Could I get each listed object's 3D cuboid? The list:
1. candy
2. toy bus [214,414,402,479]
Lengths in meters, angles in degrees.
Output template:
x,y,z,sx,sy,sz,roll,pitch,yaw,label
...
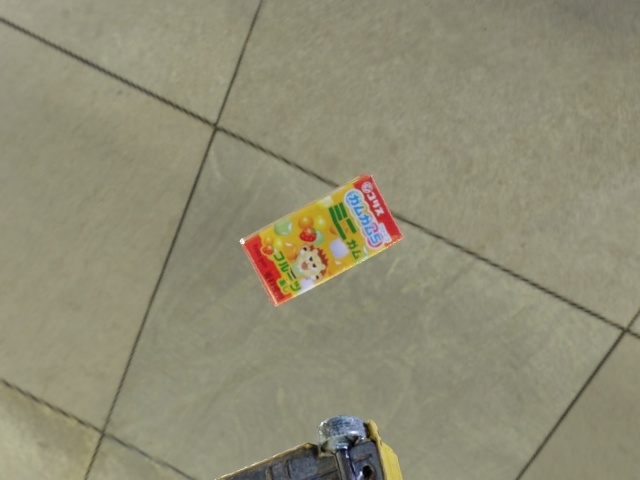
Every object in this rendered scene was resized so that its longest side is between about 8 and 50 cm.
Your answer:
x,y,z,sx,sy,sz,roll,pitch,yaw,label
0.000,0.000,0.792,0.122,0.038,0.062,-28,97,-3,candy
-0.069,0.291,0.952,0.335,0.121,0.123,-25,143,16,toy bus
